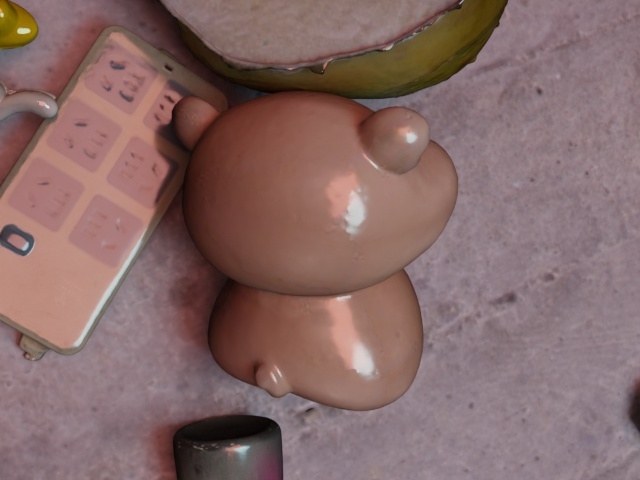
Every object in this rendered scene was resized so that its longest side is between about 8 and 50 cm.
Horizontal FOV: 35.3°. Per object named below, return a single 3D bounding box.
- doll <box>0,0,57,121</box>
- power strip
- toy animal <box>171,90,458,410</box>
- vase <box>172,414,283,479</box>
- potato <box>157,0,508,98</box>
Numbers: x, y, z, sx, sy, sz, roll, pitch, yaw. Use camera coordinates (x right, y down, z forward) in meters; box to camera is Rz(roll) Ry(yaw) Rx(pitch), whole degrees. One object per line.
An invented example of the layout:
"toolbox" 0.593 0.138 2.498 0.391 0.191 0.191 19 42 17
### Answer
"doll" -0.273 -0.130 0.752 0.135 0.071 0.113 -16 91 0
"power strip" -0.182 -0.038 0.788 0.118 0.046 0.270 33 79 -16
"toy animal" -0.009 0.011 0.764 0.210 0.229 0.221 10 79 25
"vase" -0.066 0.254 0.803 0.086 0.086 0.214 -6 94 -19
"potato" 0.008 -0.219 0.797 0.299 0.196 0.247 7 80 11
